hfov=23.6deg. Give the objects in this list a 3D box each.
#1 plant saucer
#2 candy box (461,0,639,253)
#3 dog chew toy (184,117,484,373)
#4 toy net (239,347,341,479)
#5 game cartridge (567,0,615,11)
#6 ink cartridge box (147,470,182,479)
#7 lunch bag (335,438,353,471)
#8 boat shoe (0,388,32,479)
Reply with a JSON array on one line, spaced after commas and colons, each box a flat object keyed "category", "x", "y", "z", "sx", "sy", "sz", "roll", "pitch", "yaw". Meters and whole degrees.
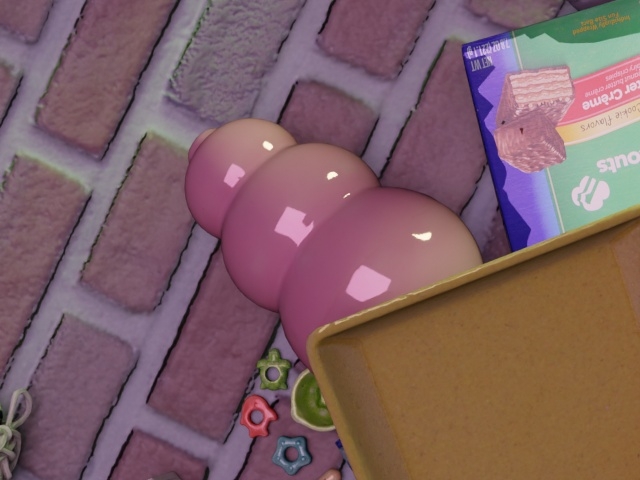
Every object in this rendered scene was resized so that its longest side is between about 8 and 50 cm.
[{"category": "plant saucer", "x": 0.188, "y": 0.157, "z": 1.369, "sx": 0.332, "sy": 0.081, "sz": 0.333, "roll": -21, "pitch": 108, "yaw": 0}, {"category": "candy box", "x": 0.301, "y": -0.064, "z": 1.464, "sx": 0.268, "sy": 0.122, "sz": 0.317, "roll": -15, "pitch": 85, "yaw": 11}, {"category": "dog chew toy", "x": 0.000, "y": 0.000, "z": 1.498, "sx": 0.332, "sy": 0.206, "sz": 0.207, "roll": 40, "pitch": 95, "yaw": 21}, {"category": "toy net", "x": -0.038, "y": 0.233, "z": 1.561, "sx": 0.122, "sy": 0.045, "sz": 0.232, "roll": 13, "pitch": 89, "yaw": 13}, {"category": "game cartridge", "x": 0.286, "y": -0.310, "z": 1.401, "sx": 0.196, "sy": 0.294, "sz": 0.060, "roll": -26, "pitch": 63, "yaw": 8}, {"category": "ink cartridge box", "x": -0.134, "y": 0.366, "z": 1.557, "sx": 0.134, "sy": 0.078, "sz": 0.231, "roll": -43, "pitch": 78, "yaw": 8}, {"category": "lunch bag", "x": 0.112, "y": 0.209, "z": 1.505, "sx": 0.151, "sy": 0.096, "sz": 0.129, "roll": -29, "pitch": 79, "yaw": -20}, {"category": "boat shoe", "x": -0.373, "y": 0.210, "z": 1.606, "sx": 0.156, "sy": 0.136, "sz": 0.367, "roll": -34, "pitch": 70, "yaw": 6}]
